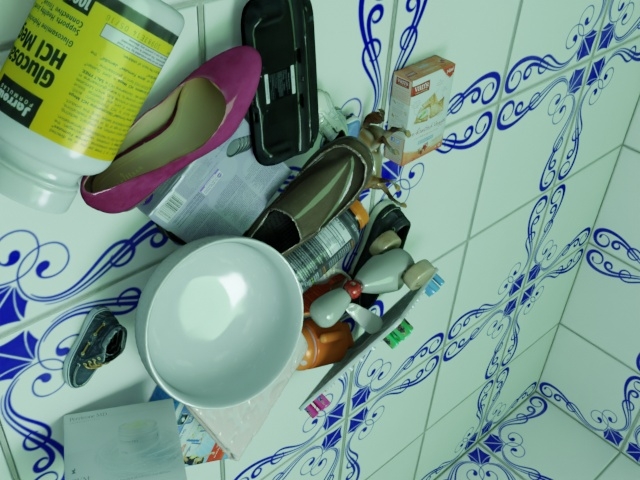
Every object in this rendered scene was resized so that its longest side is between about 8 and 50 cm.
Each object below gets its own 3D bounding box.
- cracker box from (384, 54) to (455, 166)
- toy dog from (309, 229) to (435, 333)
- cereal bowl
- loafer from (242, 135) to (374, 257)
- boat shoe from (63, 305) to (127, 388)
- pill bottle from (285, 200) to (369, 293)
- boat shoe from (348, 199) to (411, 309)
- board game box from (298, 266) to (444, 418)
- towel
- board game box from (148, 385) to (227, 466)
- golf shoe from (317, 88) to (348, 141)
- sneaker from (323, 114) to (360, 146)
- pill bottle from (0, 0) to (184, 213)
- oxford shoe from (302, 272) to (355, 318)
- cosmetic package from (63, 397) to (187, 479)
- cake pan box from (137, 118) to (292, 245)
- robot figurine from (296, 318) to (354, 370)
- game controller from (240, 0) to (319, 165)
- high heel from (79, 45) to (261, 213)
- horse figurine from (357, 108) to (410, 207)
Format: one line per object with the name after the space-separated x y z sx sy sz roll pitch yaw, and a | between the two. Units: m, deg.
0.238 -0.312 1.769 0.155 0.067 0.232 -29 138 -33 | cracker box
0.114 0.116 1.809 0.333 0.220 0.161 -13 146 -13 | toy dog
-0.208 0.147 1.423 0.338 0.141 0.339 -9 104 -36 | cereal bowl
-0.030 -0.059 1.508 0.366 0.134 0.130 -47 -173 15 | loafer
-0.432 0.222 1.403 0.065 0.083 0.183 3 116 -52 | boat shoe
0.000 0.000 1.694 0.245 0.130 0.130 -41 144 -19 | pill bottle
0.167 0.064 1.966 0.127 0.113 0.340 -11 127 -46 | boat shoe
0.145 0.266 1.930 0.390 0.050 0.390 -46 176 28 | board game box
-0.179 0.266 1.626 0.332 0.053 0.317 -55 131 -31 | towel
-0.266 0.389 1.747 0.302 0.086 0.308 11 110 -54 | board game box
0.011 -0.251 1.518 0.069 0.086 0.176 -31 150 22 | golf shoe
0.046 -0.177 1.640 0.080 0.081 0.211 5 114 -50 | sneaker
-0.348 -0.215 1.034 0.188 0.188 0.334 20 102 -55 | pill bottle
-0.001 0.167 1.873 0.271 0.097 0.098 -13 136 -43 | oxford shoe
-0.391 0.457 1.469 0.224 0.225 0.138 -6 126 -17 | cosmetic package
-0.202 -0.101 1.420 0.267 0.070 0.246 -53 144 -3 | cake pan box
-0.018 0.268 1.900 0.219 0.158 0.128 -6 112 -39 | robot figurine
-0.072 -0.299 1.367 0.166 0.067 0.319 -24 125 -33 | game controller
-0.234 -0.187 1.201 0.377 0.127 0.181 -51 179 -1 | high heel
0.127 -0.186 1.687 0.066 0.174 0.263 -20 120 -35 | horse figurine
